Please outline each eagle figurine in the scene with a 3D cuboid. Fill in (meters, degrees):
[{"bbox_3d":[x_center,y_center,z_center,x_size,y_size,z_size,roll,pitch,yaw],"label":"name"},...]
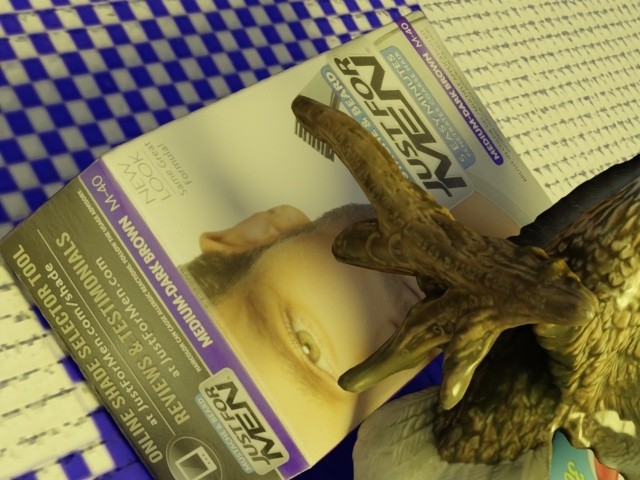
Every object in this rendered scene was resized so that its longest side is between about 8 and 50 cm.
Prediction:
[{"bbox_3d":[0.154,0.025,0.746,0.298,0.225,0.226,8,66,-50],"label":"eagle figurine"}]

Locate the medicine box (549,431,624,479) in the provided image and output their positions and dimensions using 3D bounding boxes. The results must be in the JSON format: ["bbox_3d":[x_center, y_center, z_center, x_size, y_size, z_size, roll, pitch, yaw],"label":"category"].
[{"bbox_3d":[0.175,0.223,0.838,0.289,0.149,0.263,46,38,-9],"label":"medicine box"}]

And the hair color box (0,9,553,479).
[{"bbox_3d":[0.000,0.000,0.863,0.185,0.110,0.339,55,39,1],"label":"hair color box"}]
